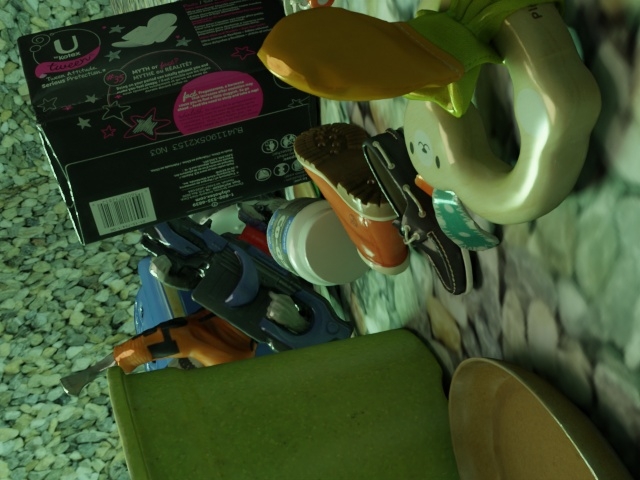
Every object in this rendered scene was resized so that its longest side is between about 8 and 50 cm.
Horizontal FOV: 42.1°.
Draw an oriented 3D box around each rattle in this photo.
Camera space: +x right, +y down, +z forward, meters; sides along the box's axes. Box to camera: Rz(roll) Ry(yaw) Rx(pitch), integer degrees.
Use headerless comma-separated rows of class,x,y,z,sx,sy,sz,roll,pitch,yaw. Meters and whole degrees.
rattle,0.042,-0.039,0.422,0.130,0.142,0.200,52,158,7

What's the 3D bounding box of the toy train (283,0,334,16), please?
toy train,-0.009,-0.239,0.566,0.125,0.046,0.166,-145,42,-71

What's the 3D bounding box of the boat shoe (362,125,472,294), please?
boat shoe,0.065,-0.018,0.558,0.046,0.038,0.125,120,131,-73

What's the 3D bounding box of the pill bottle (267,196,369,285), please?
pill bottle,0.000,0.000,0.768,0.137,0.078,0.078,-164,57,-75

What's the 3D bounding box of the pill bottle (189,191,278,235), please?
pill bottle,-0.149,-0.110,1.134,0.130,0.130,0.246,95,154,-60

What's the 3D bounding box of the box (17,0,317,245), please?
box,-0.140,-0.125,0.808,0.163,0.247,0.142,87,162,-49

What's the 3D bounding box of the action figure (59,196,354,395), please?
action figure,-0.147,0.068,0.971,0.341,0.330,0.178,40,177,3

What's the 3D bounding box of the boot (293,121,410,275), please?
boot,0.026,-0.036,0.667,0.158,0.059,0.085,-125,16,-50

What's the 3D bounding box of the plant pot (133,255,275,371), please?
plant pot,-0.136,0.126,1.189,0.212,0.235,0.236,101,150,-53

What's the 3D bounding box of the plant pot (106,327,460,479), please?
plant pot,-0.014,0.197,0.697,0.276,0.253,0.276,162,90,-77

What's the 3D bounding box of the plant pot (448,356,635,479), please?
plant pot,0.146,0.178,0.500,0.236,0.032,0.236,162,90,-77

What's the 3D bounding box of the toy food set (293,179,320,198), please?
toy food set,-0.008,-0.038,0.882,0.083,0.020,0.083,141,111,-77
